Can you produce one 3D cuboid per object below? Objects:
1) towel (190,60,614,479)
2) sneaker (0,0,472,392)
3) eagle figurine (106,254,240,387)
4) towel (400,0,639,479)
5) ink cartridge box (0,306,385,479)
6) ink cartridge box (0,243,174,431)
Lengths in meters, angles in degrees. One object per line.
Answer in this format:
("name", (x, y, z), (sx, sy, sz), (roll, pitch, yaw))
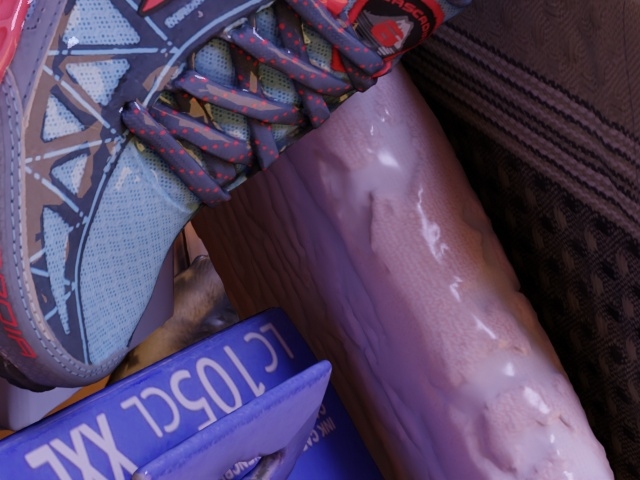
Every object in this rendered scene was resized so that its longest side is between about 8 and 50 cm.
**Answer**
("towel", (0.000, 0.000, 0.604), (0.053, 0.332, 0.317), (-25, 167, -13))
("sneaker", (-0.024, -0.074, 0.400), (0.262, 0.125, 0.104), (-71, 160, -3))
("eagle figurine", (-0.006, 0.088, 0.898), (0.298, 0.226, 0.225), (-55, -171, 19))
("towel", (0.077, -0.005, 0.549), (0.056, 0.324, 0.312), (-23, 123, -14))
("ink cartridge box", (-0.136, 0.174, 0.498), (0.395, 0.151, 0.270), (-33, 175, 34))
("ink cartridge box", (-0.147, -0.073, 0.514), (0.100, 0.172, 0.237), (-38, 140, -49))
